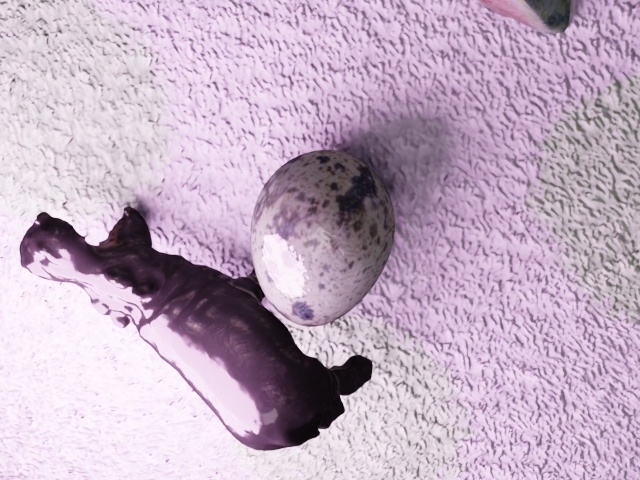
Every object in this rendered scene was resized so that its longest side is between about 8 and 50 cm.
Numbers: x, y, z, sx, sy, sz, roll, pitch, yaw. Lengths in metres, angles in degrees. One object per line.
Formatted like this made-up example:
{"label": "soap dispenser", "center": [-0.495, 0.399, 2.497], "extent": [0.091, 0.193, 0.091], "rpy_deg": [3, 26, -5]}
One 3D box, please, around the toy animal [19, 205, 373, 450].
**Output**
{"label": "toy animal", "center": [-0.119, 0.072, 1.620], "extent": [0.343, 0.168, 0.106], "rpy_deg": [35, 125, 9]}

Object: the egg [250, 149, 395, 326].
{"label": "egg", "center": [0.000, 0.000, 1.557], "extent": [0.132, 0.132, 0.172], "rpy_deg": [14, 111, 6]}

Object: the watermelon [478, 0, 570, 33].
{"label": "watermelon", "center": [0.148, -0.238, 1.435], "extent": [0.180, 0.081, 0.094], "rpy_deg": [47, 145, -8]}
